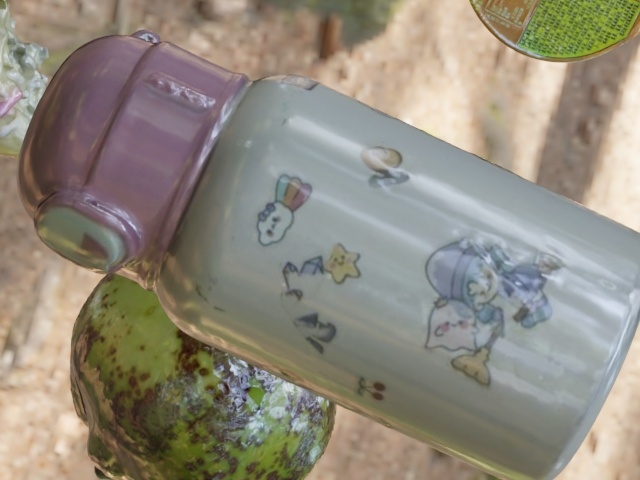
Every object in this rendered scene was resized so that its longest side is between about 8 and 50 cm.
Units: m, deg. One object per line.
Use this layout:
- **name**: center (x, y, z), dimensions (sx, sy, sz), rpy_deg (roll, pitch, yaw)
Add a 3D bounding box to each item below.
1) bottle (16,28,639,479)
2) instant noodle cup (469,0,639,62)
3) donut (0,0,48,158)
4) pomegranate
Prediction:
- **bottle**: center (0.000, 0.000, 0.708), dimensions (0.110, 0.233, 0.110), rpy_deg (-155, -90, -89)
- **instant noodle cup**: center (0.200, -0.224, 1.605), dimensions (0.185, 0.168, 0.168), rpy_deg (-16, 119, -87)
- **donut**: center (-0.241, -0.213, 1.379), dimensions (0.307, 0.371, 0.150), rpy_deg (25, 40, -37)
- **pomegranate**: center (-0.077, 0.077, 1.420), dimensions (0.204, 0.222, 0.277), rpy_deg (-11, 141, -34)
